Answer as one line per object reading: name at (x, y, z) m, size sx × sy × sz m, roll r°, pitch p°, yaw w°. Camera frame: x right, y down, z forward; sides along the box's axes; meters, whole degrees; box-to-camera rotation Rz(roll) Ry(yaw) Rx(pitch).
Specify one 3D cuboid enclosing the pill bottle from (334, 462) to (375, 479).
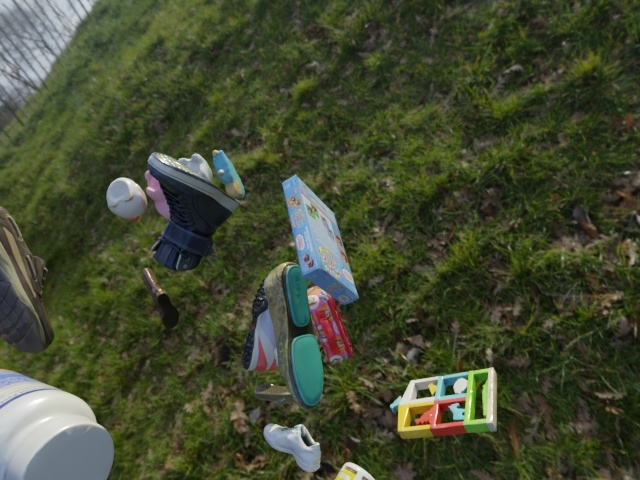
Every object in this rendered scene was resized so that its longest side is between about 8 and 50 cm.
pill bottle at (0.059, 0.725, 1.142) m, size 0.117 × 0.117 × 0.215 m, roll -5°, pitch 33°, yaw 49°

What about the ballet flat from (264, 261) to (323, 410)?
ballet flat at (-0.073, 0.230, 1.042) m, size 0.123 × 0.123 × 0.348 m, roll -19°, pitch 74°, yaw 38°

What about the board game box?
board game box at (0.000, 0.000, 0.808) m, size 0.039 × 0.160 × 0.211 m, roll -27°, pitch 53°, yaw 17°

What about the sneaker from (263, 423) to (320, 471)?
sneaker at (-0.078, 0.572, 1.239) m, size 0.212 × 0.080 × 0.094 m, roll 15°, pitch 102°, yaw 37°

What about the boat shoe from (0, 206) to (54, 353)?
boat shoe at (-0.678, 0.083, 0.954) m, size 0.132 × 0.355 × 0.130 m, roll -6°, pitch 20°, yaw 17°

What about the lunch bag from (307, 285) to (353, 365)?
lunch bag at (0.025, 0.323, 1.644) m, size 0.120 × 0.293 × 0.258 m, roll -21°, pitch 5°, yaw -2°

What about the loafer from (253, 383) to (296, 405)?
loafer at (-0.126, 0.463, 1.264) m, size 0.056 × 0.148 × 0.050 m, roll -112°, pitch 30°, yaw -76°

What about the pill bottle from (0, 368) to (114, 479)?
pill bottle at (-0.409, 0.273, 0.578) m, size 0.272 × 0.152 × 0.152 m, roll 2°, pitch 52°, yaw 32°

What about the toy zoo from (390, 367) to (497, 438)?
toy zoo at (0.323, 0.440, 1.146) m, size 0.293 × 0.030 × 0.192 m, roll -22°, pitch 16°, yaw 30°

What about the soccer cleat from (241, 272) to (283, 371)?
soccer cleat at (-0.161, 0.261, 1.367) m, size 0.108 × 0.116 × 0.318 m, roll 1°, pitch 77°, yaw 64°

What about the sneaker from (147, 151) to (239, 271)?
sneaker at (-0.229, -0.034, 0.683) m, size 0.086 × 0.226 × 0.163 m, roll 34°, pitch 87°, yaw 19°

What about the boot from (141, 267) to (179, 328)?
boot at (-0.349, 0.123, 0.918) m, size 0.037 × 0.106 × 0.114 m, roll -24°, pitch 39°, yaw -32°

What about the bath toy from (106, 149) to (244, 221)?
bath toy at (-0.388, -0.124, 1.138) m, size 0.348 × 0.129 × 0.151 m, roll -13°, pitch 71°, yaw 6°
